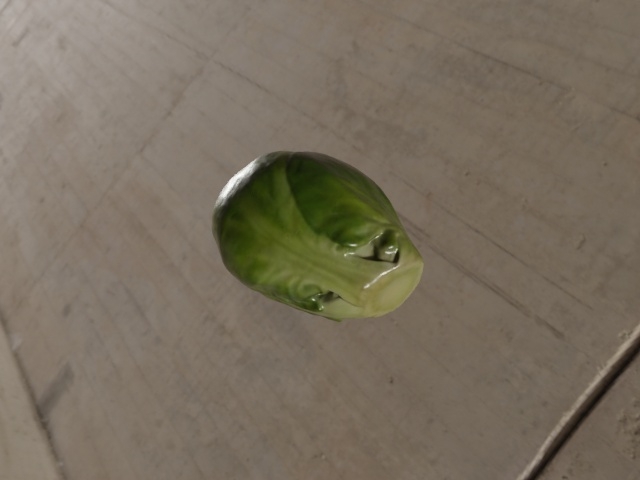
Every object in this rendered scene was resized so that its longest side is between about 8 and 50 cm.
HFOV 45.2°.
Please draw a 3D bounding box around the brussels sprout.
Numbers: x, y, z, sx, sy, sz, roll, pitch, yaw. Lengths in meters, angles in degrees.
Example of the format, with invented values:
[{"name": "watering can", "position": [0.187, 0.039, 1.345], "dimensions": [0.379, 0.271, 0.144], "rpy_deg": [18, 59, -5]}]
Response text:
[{"name": "brussels sprout", "position": [0.000, 0.000, 1.000], "dimensions": [0.271, 0.219, 0.210], "rpy_deg": [35, -88, 26]}]
